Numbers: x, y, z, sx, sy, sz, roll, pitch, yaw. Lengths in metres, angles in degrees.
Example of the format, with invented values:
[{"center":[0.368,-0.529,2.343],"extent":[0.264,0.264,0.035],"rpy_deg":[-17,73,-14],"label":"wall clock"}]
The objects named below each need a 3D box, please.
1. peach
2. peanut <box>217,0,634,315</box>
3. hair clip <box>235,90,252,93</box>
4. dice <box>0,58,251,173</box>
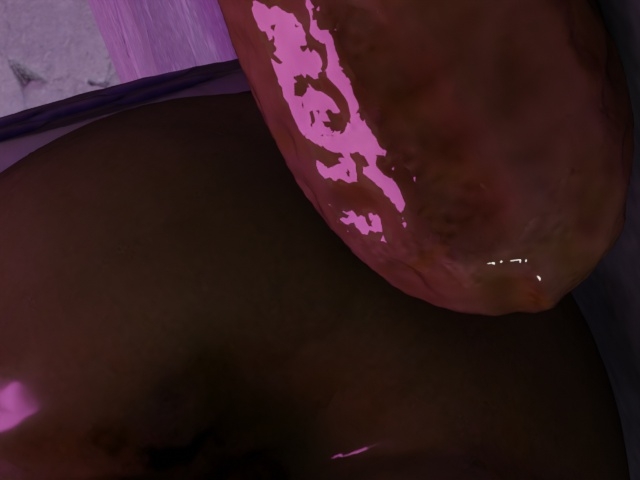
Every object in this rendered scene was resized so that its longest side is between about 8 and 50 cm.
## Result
[{"center":[-0.018,0.103,0.598],"extent":[0.292,0.247,0.292],"rpy_deg":[63,175,11],"label":"peach"},{"center":[0.012,-0.084,0.466],"extent":[0.108,0.095,0.226],"rpy_deg":[-131,20,-78],"label":"peanut"},{"center":[-0.008,-0.062,0.784],"extent":[0.173,0.069,0.300],"rpy_deg":[63,162,4],"label":"hair clip"},{"center":[-0.103,0.036,1.158],"extent":[0.251,0.243,0.259],"rpy_deg":[-146,38,-79],"label":"dice"}]
